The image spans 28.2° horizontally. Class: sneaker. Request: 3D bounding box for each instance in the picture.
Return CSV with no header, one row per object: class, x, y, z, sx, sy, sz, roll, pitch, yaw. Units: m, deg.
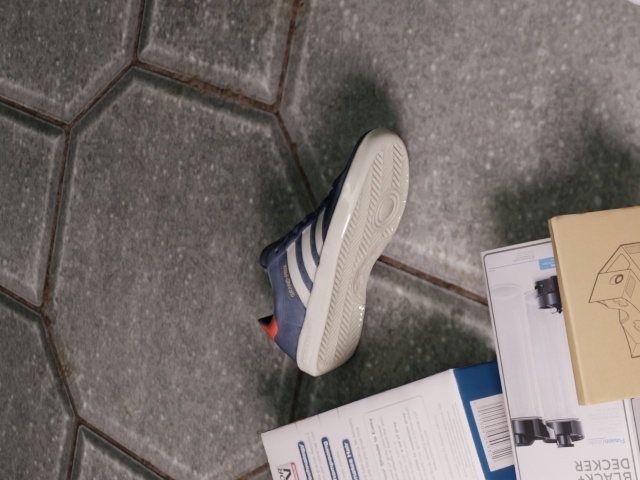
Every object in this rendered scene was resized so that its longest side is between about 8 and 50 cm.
sneaker,0.000,0.000,1.666,0.148,0.131,0.350,32,114,32

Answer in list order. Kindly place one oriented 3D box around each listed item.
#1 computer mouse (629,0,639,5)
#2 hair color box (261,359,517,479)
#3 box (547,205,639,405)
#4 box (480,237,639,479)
computer mouse,0.354,-0.313,1.315,0.106,0.042,0.193,5,136,8
hair color box,0.092,0.280,1.617,0.347,0.105,0.173,-25,76,41
box,0.333,0.064,1.349,0.021,0.165,0.201,156,106,-75
box,0.291,0.138,1.433,0.169,0.087,0.289,-12,85,43
